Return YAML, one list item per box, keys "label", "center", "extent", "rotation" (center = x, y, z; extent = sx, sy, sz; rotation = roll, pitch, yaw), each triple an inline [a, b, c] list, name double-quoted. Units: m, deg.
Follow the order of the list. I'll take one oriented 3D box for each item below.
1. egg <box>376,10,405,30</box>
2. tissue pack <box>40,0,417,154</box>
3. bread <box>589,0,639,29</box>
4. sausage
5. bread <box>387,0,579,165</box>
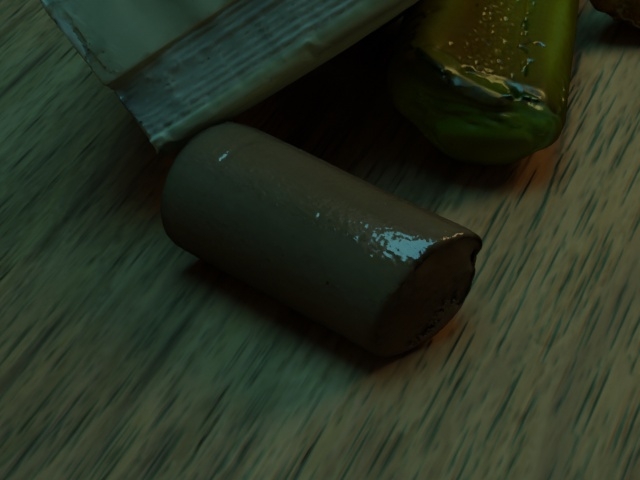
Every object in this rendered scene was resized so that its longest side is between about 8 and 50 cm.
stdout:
- label: "egg"
  center: [0.033, -0.266, 1.518]
  extent: [0.152, 0.114, 0.114]
  rotation: [3, 39, 29]
- label: "tissue pack"
  center: [-0.026, -0.273, 1.317]
  extent: [0.380, 0.207, 0.297]
  rotation: [-32, 15, 13]
- label: "bread"
  center: [0.374, -0.259, 1.506]
  extent: [0.233, 0.076, 0.105]
  rotation: [-24, 38, -17]
- label: "sausage"
  center: [0.000, 0.000, 1.200]
  extent: [0.253, 0.123, 0.123]
  rotation: [27, 49, 34]
- label: "bread"
  center: [0.162, -0.207, 1.431]
  extent: [0.166, 0.112, 0.383]
  rotation: [21, 42, -3]
